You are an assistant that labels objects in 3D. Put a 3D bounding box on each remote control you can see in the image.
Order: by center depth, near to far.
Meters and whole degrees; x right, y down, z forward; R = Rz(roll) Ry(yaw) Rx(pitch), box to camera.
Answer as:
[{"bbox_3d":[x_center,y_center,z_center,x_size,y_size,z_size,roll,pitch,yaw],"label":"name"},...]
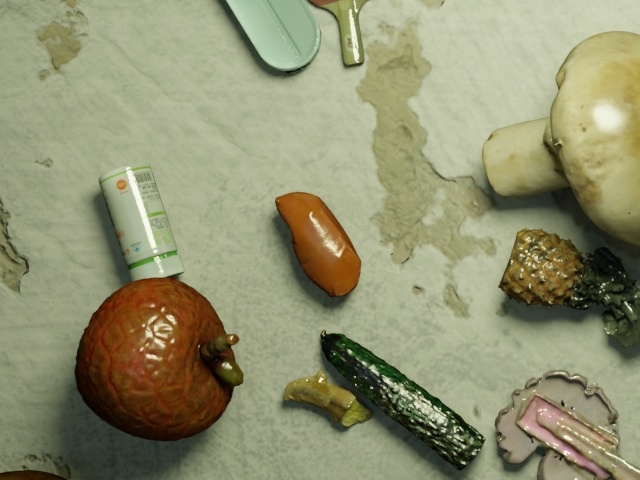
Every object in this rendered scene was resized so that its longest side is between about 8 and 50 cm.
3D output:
[{"bbox_3d":[-0.086,-0.368,1.622,0.104,0.052,0.247,-32,84,12],"label":"remote control"}]

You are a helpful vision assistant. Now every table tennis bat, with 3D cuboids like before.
[{"bbox_3d":[0.035,-0.386,1.611,0.138,0.022,0.247,-8,88,15],"label":"table tennis bat"}]

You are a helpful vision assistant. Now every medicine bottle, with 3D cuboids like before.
[{"bbox_3d":[-0.280,-0.024,1.665,0.086,0.086,0.183,-19,86,14],"label":"medicine bottle"}]

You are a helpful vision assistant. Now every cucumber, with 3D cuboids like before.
[{"bbox_3d":[0.111,0.228,1.587,0.293,0.067,0.067,37,100,11],"label":"cucumber"}]

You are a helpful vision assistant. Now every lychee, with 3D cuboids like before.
[{"bbox_3d":[-0.234,0.175,1.583,0.300,0.255,0.255,-17,88,19],"label":"lychee"}]

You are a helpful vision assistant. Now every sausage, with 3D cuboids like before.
[{"bbox_3d":[0.000,0.000,1.597,0.089,0.089,0.179,-31,90,13],"label":"sausage"}]

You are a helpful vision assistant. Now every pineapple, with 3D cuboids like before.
[{"bbox_3d":[0.376,0.065,1.499,0.237,0.119,0.111,19,52,9],"label":"pineapple"}]

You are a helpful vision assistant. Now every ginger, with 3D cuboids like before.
[{"bbox_3d":[0.013,0.241,1.623,0.137,0.044,0.057,22,115,14],"label":"ginger"}]

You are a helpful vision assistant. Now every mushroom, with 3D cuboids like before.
[{"bbox_3d":[0.356,-0.122,1.423,0.290,0.292,0.293,-13,88,31],"label":"mushroom"}]

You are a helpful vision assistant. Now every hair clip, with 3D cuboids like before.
[{"bbox_3d":[0.396,0.309,1.512,0.300,0.069,0.173,35,98,21],"label":"hair clip"}]

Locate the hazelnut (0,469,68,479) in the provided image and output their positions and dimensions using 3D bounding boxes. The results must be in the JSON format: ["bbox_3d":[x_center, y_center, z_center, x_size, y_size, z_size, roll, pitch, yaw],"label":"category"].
[{"bbox_3d":[-0.469,0.472,1.682,0.251,0.217,0.217,23,97,22],"label":"hazelnut"}]
